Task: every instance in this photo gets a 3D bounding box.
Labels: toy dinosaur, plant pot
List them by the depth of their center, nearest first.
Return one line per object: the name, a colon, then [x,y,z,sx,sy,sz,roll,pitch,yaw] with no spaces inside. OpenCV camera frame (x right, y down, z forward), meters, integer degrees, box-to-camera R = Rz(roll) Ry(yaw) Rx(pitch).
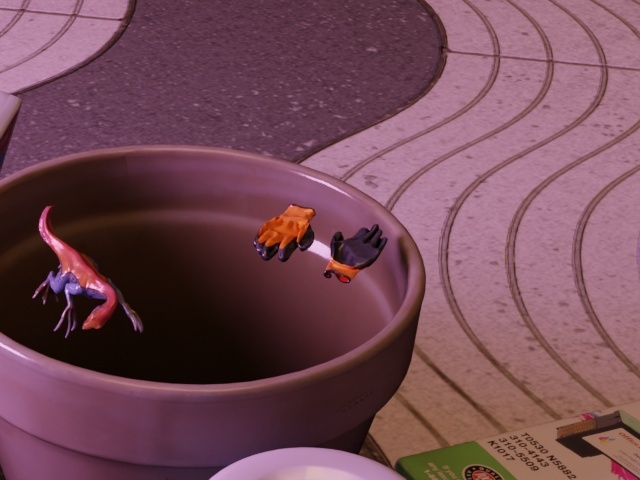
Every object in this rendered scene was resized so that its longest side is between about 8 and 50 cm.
toy dinosaur: [-0.147,0.026,1.038,0.047,0.090,0.082,-31,12,-24]
plant pot: [-0.098,0.126,1.211,0.323,0.280,0.323,3,30,-2]

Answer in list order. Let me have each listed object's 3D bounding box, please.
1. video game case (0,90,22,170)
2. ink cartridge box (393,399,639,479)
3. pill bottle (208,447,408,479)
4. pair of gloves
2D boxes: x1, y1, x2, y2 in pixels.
video game case: [-0.299,0.048,1.320,0.025,0.285,0.204,20,30,-5]
ink cartridge box: [0.207,0.216,1.151,0.278,0.117,0.201,-9,34,-31]
pill bottle: [-0.011,0.263,1.002,0.146,0.264,0.146,3,29,-2]
pair of gloves: [0.000,0.000,1.155,0.083,0.010,0.074,16,31,17]
